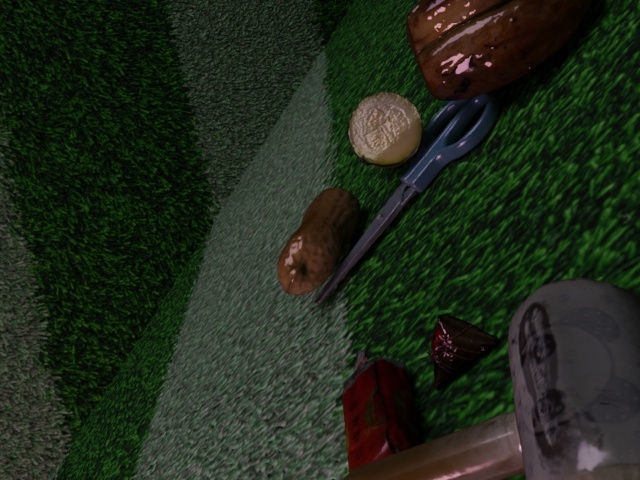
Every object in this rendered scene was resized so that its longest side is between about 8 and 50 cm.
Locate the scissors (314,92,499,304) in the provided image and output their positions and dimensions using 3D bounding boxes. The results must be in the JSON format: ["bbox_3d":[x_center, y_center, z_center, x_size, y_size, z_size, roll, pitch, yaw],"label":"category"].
[{"bbox_3d":[0.131,-0.067,1.074,0.447,0.029,0.192,-52,17,5],"label":"scissors"}]

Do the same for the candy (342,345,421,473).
[{"bbox_3d":[0.066,0.200,0.690,0.086,0.059,0.292,-51,17,19],"label":"candy"}]

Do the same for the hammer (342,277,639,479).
[{"bbox_3d":[0.124,0.165,0.491,0.305,0.113,0.201,-37,21,31],"label":"hammer"}]

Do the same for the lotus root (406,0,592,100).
[{"bbox_3d":[0.269,-0.328,0.964,0.291,0.193,0.193,-25,29,22],"label":"lotus root"}]

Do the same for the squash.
[{"bbox_3d":[0.116,-0.209,1.199,0.137,0.137,0.287,-51,4,10],"label":"squash"}]

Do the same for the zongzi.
[{"bbox_3d":[0.138,0.124,0.685,0.083,0.067,0.073,120,167,-69],"label":"zongzi"}]

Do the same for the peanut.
[{"bbox_3d":[0.000,0.000,1.142,0.263,0.101,0.117,-61,-17,-50],"label":"peanut"}]
